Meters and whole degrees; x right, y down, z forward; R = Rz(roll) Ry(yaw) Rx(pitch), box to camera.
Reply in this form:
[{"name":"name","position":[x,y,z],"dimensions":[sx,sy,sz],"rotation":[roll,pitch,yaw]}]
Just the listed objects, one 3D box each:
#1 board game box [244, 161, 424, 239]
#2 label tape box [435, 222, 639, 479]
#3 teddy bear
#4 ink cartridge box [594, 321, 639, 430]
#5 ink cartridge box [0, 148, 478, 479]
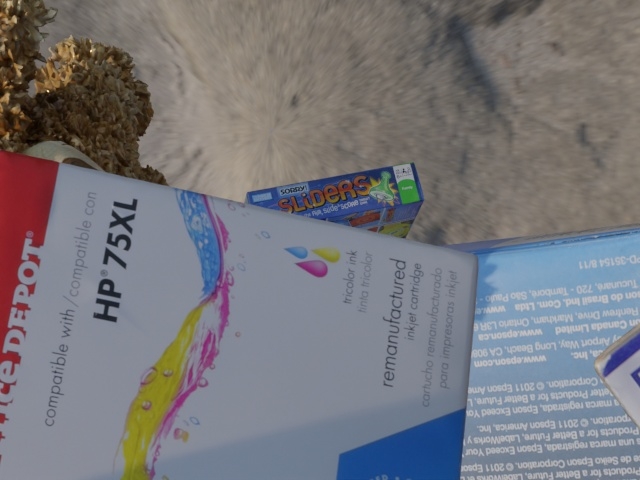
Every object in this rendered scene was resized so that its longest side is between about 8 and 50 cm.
[{"name":"board game box","position":[0.000,0.000,1.457],"dimensions":[0.136,0.201,0.035],"rotation":[-11,72,-12]},{"name":"label tape box","position":[0.137,0.164,1.080],"dimensions":[0.240,0.106,0.334],"rotation":[-7,93,29]},{"name":"teddy bear","position":[-0.140,-0.029,1.042],"dimensions":[0.113,0.338,0.245],"rotation":[-8,84,12]},{"name":"ink cartridge box","position":[0.225,0.051,0.531],"dimensions":[0.223,0.045,0.224],"rotation":[-37,100,2]},{"name":"ink cartridge box","position":[-0.067,0.054,0.644],"dimensions":[0.231,0.078,0.134],"rotation":[12,66,-12]}]
